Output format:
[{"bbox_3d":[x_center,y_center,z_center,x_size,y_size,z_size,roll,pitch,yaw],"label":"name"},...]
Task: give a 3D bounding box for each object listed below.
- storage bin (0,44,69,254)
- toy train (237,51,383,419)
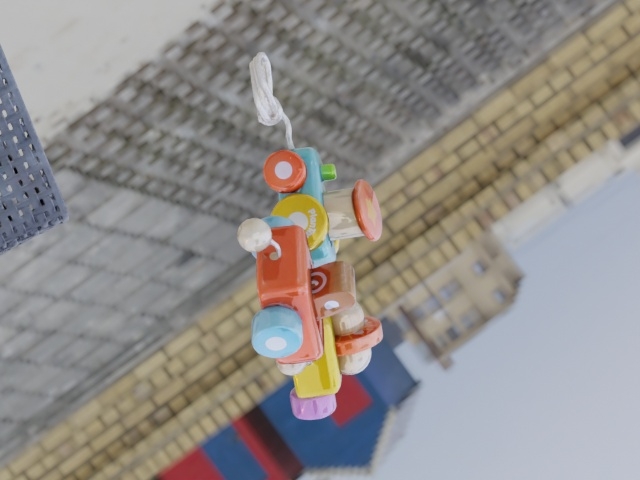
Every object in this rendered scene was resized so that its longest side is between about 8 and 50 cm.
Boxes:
[{"bbox_3d":[-0.218,-0.081,0.825,0.084,0.180,0.122,-29,-142,-16],"label":"storage bin"},{"bbox_3d":[0.000,0.000,0.628,0.046,0.125,0.166,-8,-137,5],"label":"toy train"}]
